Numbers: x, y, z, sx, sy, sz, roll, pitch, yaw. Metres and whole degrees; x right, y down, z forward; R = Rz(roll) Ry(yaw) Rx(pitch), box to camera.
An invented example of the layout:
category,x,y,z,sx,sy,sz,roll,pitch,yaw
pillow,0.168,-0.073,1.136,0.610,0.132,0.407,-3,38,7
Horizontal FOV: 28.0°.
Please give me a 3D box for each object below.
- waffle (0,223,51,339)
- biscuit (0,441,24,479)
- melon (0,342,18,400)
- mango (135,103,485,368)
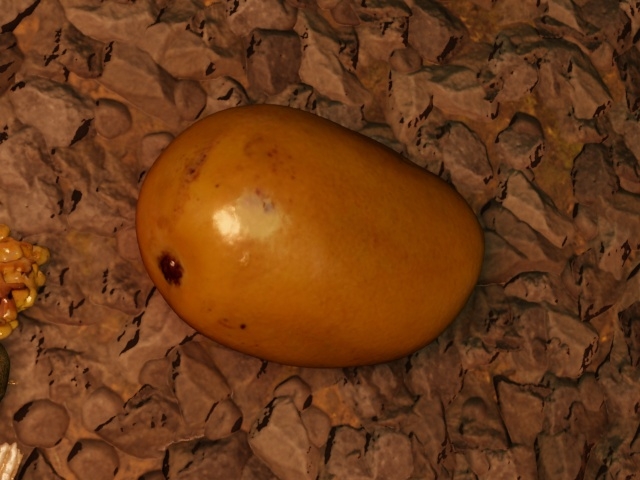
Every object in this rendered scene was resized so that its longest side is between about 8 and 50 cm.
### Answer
category,x,y,z,sx,sy,sz,roll,pitch,yaw
waffle,-0.416,0.031,1.360,0.237,0.059,0.243,18,34,1
biscuit,-0.381,0.317,1.335,0.061,0.108,0.239,24,70,-10
melon,-0.404,0.138,1.362,0.167,0.114,0.114,14,73,-20
mango,0.000,0.000,1.511,0.445,0.232,0.300,9,69,-30
